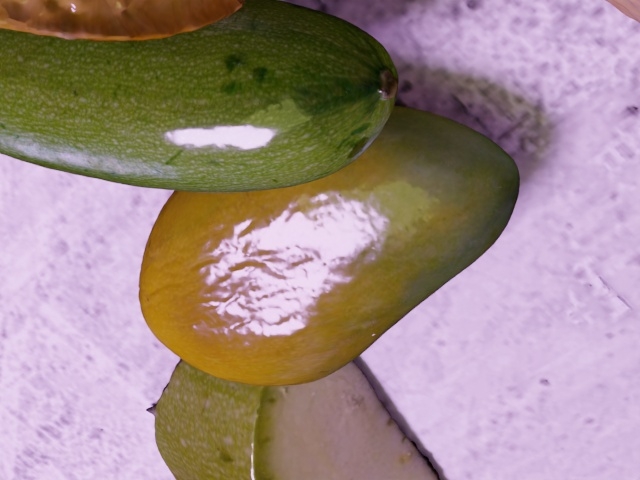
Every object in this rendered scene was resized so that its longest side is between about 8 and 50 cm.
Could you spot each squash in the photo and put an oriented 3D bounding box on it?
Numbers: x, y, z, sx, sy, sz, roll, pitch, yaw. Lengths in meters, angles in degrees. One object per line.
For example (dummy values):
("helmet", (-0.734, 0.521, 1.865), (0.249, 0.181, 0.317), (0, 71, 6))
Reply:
("squash", (-0.136, -0.091, 0.860), (0.395, 0.107, 0.107), (13, 131, 25))
("squash", (-0.033, 0.157, 1.044), (0.184, 0.085, 0.192), (-20, 115, 34))

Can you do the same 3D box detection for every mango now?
("mango", (-0.006, -0.003, 0.901), (0.137, 0.091, 0.237), (40, 126, -11))

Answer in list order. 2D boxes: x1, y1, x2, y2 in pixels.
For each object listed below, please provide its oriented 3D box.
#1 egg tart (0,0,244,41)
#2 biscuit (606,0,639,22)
("egg tart", (-0.120, -0.186, 0.739), (0.215, 0.215, 0.171), (22, 117, 6))
("biscuit", (0.153, -0.114, 0.714), (0.250, 0.160, 0.030), (34, 92, -3))
